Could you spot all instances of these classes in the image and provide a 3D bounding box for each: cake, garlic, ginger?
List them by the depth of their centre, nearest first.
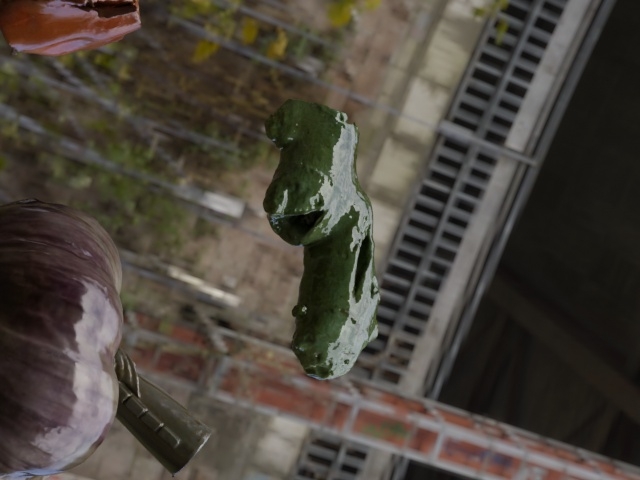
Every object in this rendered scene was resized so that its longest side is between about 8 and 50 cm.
[{"bbox_3d":[-0.223,0.074,0.898,0.245,0.160,0.245,-33,-139,35],"label":"garlic"},{"bbox_3d":[-0.226,-0.227,1.343,0.287,0.135,0.098,-121,-167,-81],"label":"cake"},{"bbox_3d":[-0.001,-0.004,1.481,0.089,0.137,0.290,-10,-91,28],"label":"ginger"}]

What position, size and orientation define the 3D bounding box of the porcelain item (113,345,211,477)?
[{"bbox_3d":[-0.190,0.117,1.263,0.054,0.213,0.084,-49,-179,-16],"label":"porcelain item"}]
